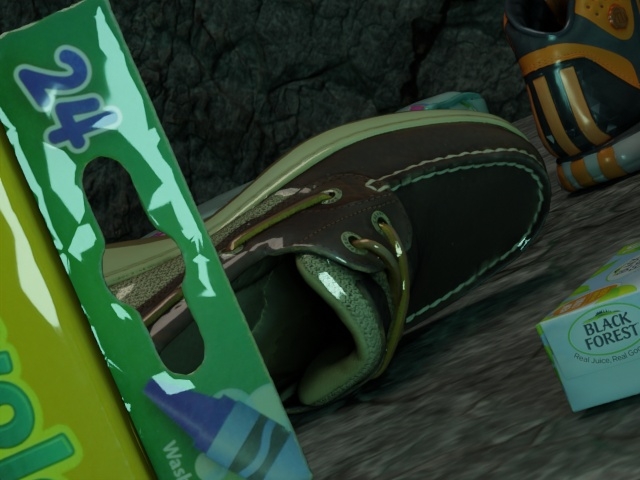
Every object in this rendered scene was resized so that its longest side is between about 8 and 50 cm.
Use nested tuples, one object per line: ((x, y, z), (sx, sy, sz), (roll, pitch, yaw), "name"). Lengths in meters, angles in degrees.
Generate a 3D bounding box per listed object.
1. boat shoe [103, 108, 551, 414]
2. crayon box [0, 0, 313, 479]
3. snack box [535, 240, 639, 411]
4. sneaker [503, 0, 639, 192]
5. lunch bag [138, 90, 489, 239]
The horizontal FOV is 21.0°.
((-0.008, 0.034, 0.826), (0.342, 0.123, 0.123), (-19, 31, -29), "boat shoe")
((-0.183, 0.064, 0.586), (0.323, 0.203, 0.083), (-24, 4, -5), "crayon box")
((0.156, 0.009, 0.580), (0.141, 0.037, 0.100), (-21, 3, 31), "snack box")
((0.258, -0.168, 1.336), (0.125, 0.180, 0.321), (-20, 5, 40), "sneaker")
((0.000, 0.000, 1.104), (0.224, 0.107, 0.279), (-25, 2, 26), "lunch bag")
